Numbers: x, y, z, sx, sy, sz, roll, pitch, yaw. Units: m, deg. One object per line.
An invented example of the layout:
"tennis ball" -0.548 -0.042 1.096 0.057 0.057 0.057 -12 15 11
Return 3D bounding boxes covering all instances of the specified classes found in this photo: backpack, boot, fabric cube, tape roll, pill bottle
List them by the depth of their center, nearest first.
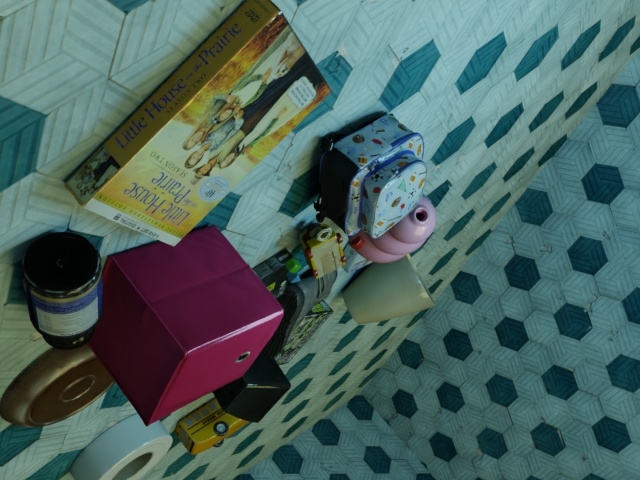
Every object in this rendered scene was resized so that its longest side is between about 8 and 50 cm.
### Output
"pill bottle" -0.431 0.094 1.207 0.122 0.123 0.219 -30 158 -32
"fabric cube" -0.280 0.164 1.443 0.258 0.259 0.254 -20 152 -47
"backpack" 0.131 -0.158 1.672 0.263 0.213 0.276 -44 161 -28
"tape roll" -0.575 0.628 2.082 0.286 0.100 0.286 -38 160 -16
"boot" -0.068 0.214 2.190 0.222 0.118 0.338 -30 162 -45

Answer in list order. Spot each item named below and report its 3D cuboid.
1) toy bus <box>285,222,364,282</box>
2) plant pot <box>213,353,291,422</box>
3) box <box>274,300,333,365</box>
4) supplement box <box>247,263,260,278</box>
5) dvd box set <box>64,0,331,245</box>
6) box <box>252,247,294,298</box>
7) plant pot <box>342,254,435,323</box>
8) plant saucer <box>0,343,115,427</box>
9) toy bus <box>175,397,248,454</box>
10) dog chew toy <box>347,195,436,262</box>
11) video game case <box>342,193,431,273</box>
"toy bus" -0.003 0.009 1.860 0.191 0.104 0.202 5 133 -45
"plant pot" -0.241 0.448 2.249 0.187 0.188 0.167 -49 148 19
"box" -0.100 0.319 2.418 0.270 0.060 0.216 -50 159 18
"supplement box" -0.196 0.091 1.758 0.043 0.055 0.083 -49 160 17
"dvd box set" -0.184 -0.181 1.203 0.420 0.062 0.307 -44 160 2
"box" -0.163 0.127 1.912 0.190 0.045 0.184 -32 159 -30
"plant pot" 0.224 0.177 2.529 0.274 0.256 0.256 -28 162 8
"plant saucer" -0.540 0.308 1.560 0.310 0.050 0.311 -37 161 -15
"toy bus" -0.324 0.603 2.467 0.332 0.130 0.108 -28 155 -35
"dog chew toy" 0.197 -0.047 1.896 0.206 0.207 0.332 -37 -173 -17
"video game case" 0.202 -0.030 2.268 0.269 0.061 0.244 -21 150 -47
